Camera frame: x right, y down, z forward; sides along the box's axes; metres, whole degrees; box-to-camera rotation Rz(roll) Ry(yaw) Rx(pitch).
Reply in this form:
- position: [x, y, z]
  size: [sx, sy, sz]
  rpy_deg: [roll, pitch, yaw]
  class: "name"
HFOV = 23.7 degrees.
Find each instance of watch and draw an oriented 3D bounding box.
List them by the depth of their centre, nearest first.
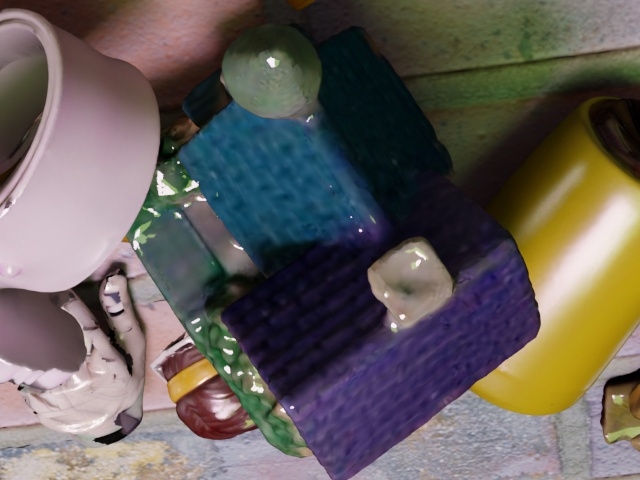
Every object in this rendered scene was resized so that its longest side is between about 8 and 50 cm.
- position: [-0.217, -0.036, 1.174]
  size: [0.231, 0.244, 0.196]
  rpy_deg: [-42, 138, 18]
  class: "watch"

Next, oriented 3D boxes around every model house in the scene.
- position: [0.000, 0.000, 1.146]
  size: [0.245, 0.280, 0.312]
  rpy_deg: [-33, 93, -5]
  class: "model house"

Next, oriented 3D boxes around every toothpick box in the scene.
- position: [0.220, 0.008, 1.328]
  size: [0.175, 0.175, 0.271]
  rpy_deg: [19, 127, -19]
  class: "toothpick box"

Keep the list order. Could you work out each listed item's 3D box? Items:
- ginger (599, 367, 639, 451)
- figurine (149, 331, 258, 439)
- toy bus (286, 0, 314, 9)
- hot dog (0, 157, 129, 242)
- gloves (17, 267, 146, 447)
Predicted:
- position: [0.457, 0.174, 1.469]
  size: [0.413, 0.211, 0.358]
  rpy_deg: [21, 131, -21]
  class: "ginger"
- position: [-0.042, 0.088, 1.375]
  size: [0.115, 0.240, 0.175]
  rpy_deg: [52, 140, -4]
  class: "figurine"
- position: [-0.052, -0.263, 1.119]
  size: [0.083, 0.088, 0.194]
  rpy_deg: [-31, 127, 25]
  class: "toy bus"
- position: [-0.168, -0.034, 1.341]
  size: [0.289, 0.083, 0.068]
  rpy_deg: [6, 113, -8]
  class: "hot dog"
- position: [-0.233, 0.104, 1.447]
  size: [0.128, 0.111, 0.212]
  rpy_deg: [-8, 141, 12]
  class: "gloves"
